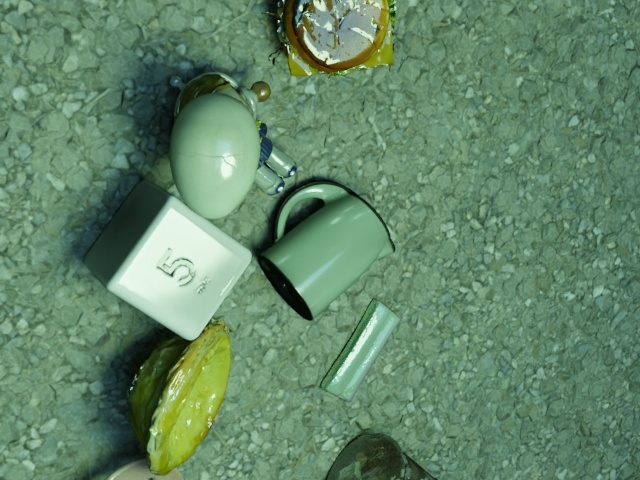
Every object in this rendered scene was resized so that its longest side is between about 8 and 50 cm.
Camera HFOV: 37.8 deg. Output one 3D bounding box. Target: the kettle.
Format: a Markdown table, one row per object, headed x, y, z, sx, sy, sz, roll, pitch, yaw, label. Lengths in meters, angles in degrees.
| x | y | z | sx | sy | sz | roll | pitch | yaw | label |
| --- | --- | --- | --- | --- | --- | --- | --- | --- | --- |
| 0.000 | 0.000 | 1.825 | 0.236 | 0.161 | 0.221 | -39 | 86 | -14 | kettle |

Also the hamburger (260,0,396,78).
| x | y | z | sx | sy | sz | roll | pitch | yaw | label |
| --- | --- | --- | --- | --- | --- | --- | --- | --- | --- |
| 0.019 | -0.416 | 1.718 | 0.261 | 0.139 | 0.243 | -7 | 111 | -14 | hamburger |

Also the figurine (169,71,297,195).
| x | y | z | sx | sy | sz | roll | pitch | yaw | label |
| --- | --- | --- | --- | --- | --- | --- | --- | --- | --- |
| -0.150 | -0.203 | 1.708 | 0.274 | 0.133 | 0.194 | 16 | 98 | -39 | figurine |

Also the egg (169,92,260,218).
| x | y | z | sx | sy | sz | roll | pitch | yaw | label |
| --- | --- | --- | --- | --- | --- | --- | --- | --- | --- |
| -0.175 | -0.139 | 1.551 | 0.151 | 0.151 | 0.209 | -2 | 100 | -27 | egg |

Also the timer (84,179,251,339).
| x | y | z | sx | sy | sz | roll | pitch | yaw | label |
| --- | --- | --- | --- | --- | --- | --- | --- | --- | --- |
| -0.273 | 0.032 | 1.659 | 0.195 | 0.192 | 0.194 | 38 | 84 | -30 | timer |

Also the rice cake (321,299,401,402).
| x | y | z | sx | sy | sz | roll | pitch | yaw | label |
| --- | --- | --- | --- | --- | --- | --- | --- | --- | --- |
| 0.090 | 0.237 | 1.987 | 0.080 | 0.042 | 0.222 | 33 | 86 | -28 | rice cake |

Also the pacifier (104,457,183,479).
| x | y | z | sx | sy | sz | roll | pitch | yaw | label |
| --- | --- | --- | --- | --- | --- | --- | --- | --- | --- |
| -0.336 | 0.575 | 1.762 | 0.220 | 0.273 | 0.332 | 1 | 103 | -11 | pacifier |

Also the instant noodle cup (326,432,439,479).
| x | y | z | sx | sy | sz | roll | pitch | yaw | label |
| --- | --- | --- | --- | --- | --- | --- | --- | --- | --- |
| 0.154 | 0.554 | 2.015 | 0.207 | 0.217 | 0.217 | 39 | 84 | -36 | instant noodle cup |

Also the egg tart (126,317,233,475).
| x | y | z | sx | sy | sz | roll | pitch | yaw | label |
| --- | --- | --- | --- | --- | --- | --- | --- | --- | --- |
| -0.268 | 0.283 | 1.726 | 0.120 | 0.315 | 0.315 | 20 | 95 | 14 | egg tart |
